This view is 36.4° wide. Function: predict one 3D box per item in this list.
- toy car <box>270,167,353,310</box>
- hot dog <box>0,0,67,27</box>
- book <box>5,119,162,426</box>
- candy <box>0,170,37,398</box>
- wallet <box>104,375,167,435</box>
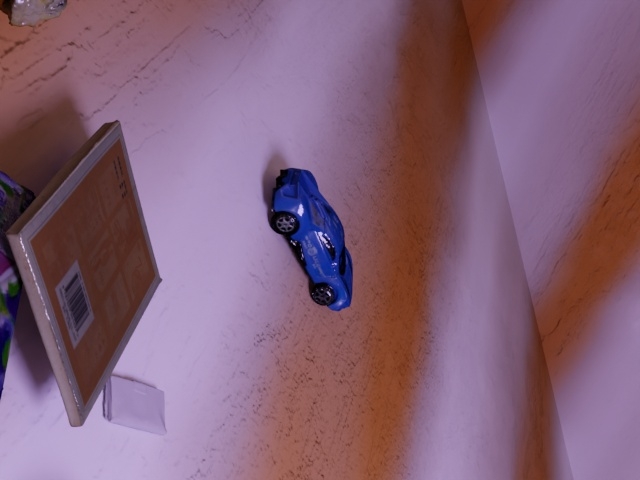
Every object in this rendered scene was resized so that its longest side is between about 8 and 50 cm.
[{"bbox_3d":[0.000,0.000,1.304,0.216,0.063,0.103,61,24,-27],"label":"toy car"},{"bbox_3d":[-0.264,-0.269,0.827,0.146,0.103,0.213,36,42,-23],"label":"hot dog"},{"bbox_3d":[-0.189,0.017,0.817,0.242,0.018,0.170,-77,158,-64],"label":"book"},{"bbox_3d":[-0.254,0.075,0.646,0.088,0.061,0.312,46,34,-44],"label":"candy"},{"bbox_3d":[-0.164,0.148,0.872,0.083,0.011,0.044,35,42,-56],"label":"wallet"}]
